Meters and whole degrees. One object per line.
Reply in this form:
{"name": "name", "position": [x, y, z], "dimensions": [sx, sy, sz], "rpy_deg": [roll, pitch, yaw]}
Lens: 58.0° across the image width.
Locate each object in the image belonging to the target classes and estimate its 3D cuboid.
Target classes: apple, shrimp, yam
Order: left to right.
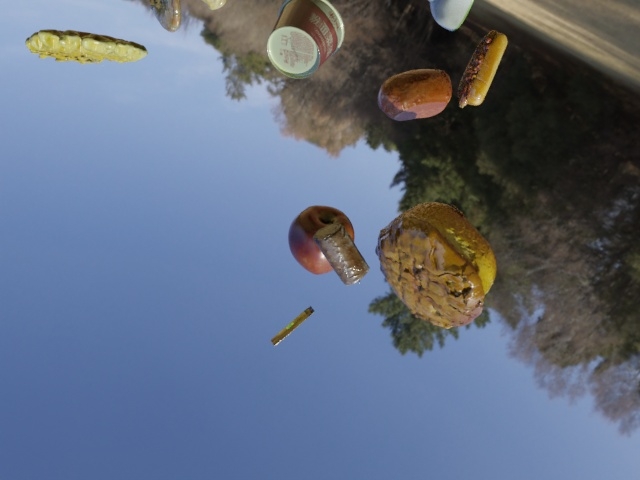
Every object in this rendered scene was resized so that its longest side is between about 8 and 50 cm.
{"name": "shrimp", "position": [-0.359, -0.555, 1.326], "dimensions": [0.047, 0.126, 0.223], "rpy_deg": [-11, -145, -25]}
{"name": "apple", "position": [0.000, 0.000, 1.941], "dimensions": [0.230, 0.230, 0.230], "rpy_deg": [23, -154, -12]}
{"name": "yam", "position": [0.049, 0.030, 1.308], "dimensions": [0.141, 0.079, 0.079], "rpy_deg": [57, -161, -19]}

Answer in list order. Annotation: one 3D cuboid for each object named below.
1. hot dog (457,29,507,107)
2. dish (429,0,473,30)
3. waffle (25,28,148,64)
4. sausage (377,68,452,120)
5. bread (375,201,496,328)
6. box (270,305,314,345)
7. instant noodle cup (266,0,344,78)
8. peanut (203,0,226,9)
{"name": "hot dog", "position": [0.497, -0.531, 1.803], "dimensions": [0.076, 0.249, 0.102], "rpy_deg": [4, -154, -43]}
{"name": "dish", "position": [0.406, -0.839, 1.814], "dimensions": [0.124, 0.324, 0.324], "rpy_deg": [11, -152, -7]}
{"name": "waffle", "position": [-0.539, -0.447, 1.342], "dimensions": [0.261, 0.056, 0.250], "rpy_deg": [-1, -171, -34]}
{"name": "sausage", "position": [0.316, -0.490, 1.940], "dimensions": [0.268, 0.153, 0.141], "rpy_deg": [-16, -107, -20]}
{"name": "bread", "position": [0.351, 0.080, 1.780], "dimensions": [0.398, 0.398, 0.215], "rpy_deg": [39, -122, 19]}
{"name": "box", "position": [-0.074, 0.229, 1.552], "dimensions": [0.023, 0.133, 0.090], "rpy_deg": [49, 180, 6]}
{"name": "instant noodle cup", "position": [-0.057, -0.641, 1.846], "dimensions": [0.235, 0.235, 0.178], "rpy_deg": [27, -130, -5]}
{"name": "peanut", "position": [-0.278, -0.674, 1.392], "dimensions": [0.098, 0.229, 0.103], "rpy_deg": [-11, -168, -42]}
